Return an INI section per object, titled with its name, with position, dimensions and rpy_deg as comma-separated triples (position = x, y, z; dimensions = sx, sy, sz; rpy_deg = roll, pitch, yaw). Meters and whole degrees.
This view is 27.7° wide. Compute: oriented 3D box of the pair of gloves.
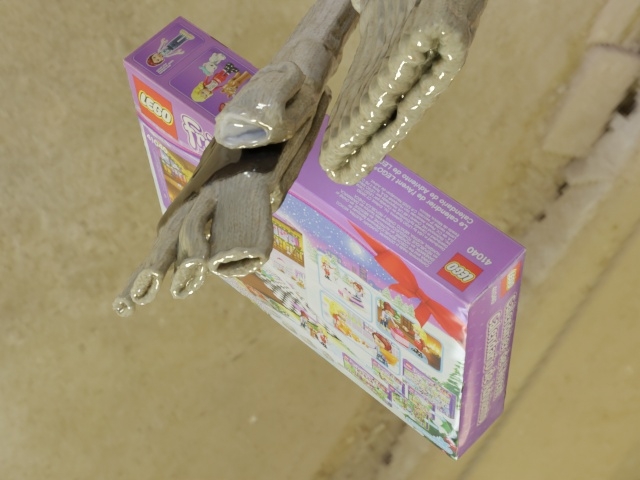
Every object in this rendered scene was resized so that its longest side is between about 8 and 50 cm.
[pair of gloves]
position = 0.007, -0.080, 0.489
dimensions = 0.042, 0.204, 0.240
rpy_deg = 33, 144, -12

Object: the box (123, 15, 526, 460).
[box]
position = 0.000, 0.000, 0.869
dimensions = 0.057, 0.293, 0.201
rpy_deg = -42, 153, -23
